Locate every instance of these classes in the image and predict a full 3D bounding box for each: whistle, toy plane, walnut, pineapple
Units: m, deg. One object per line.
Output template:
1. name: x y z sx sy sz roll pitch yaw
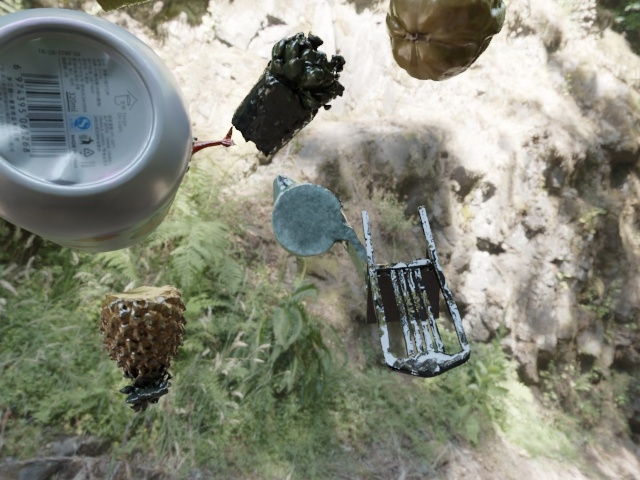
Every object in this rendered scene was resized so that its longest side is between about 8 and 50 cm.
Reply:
1. whistle: 0.027 -0.018 1.182 0.404 0.189 0.168 26 -6 -4
2. toy plane: -0.237 -0.162 0.785 0.077 0.126 0.194 47 23 25
3. walnut: 0.339 -0.602 1.163 0.305 0.344 0.306 26 -36 21
4. pineapple: -0.468 0.307 1.162 0.222 0.358 0.223 1 6 0

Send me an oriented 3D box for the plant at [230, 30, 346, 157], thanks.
1. plant: -0.036 -0.168 0.503 0.094 0.143 0.092 38 15 -13

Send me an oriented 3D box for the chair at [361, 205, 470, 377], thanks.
1. chair: 0.089 0.068 0.450 0.084 0.213 0.102 -6 -47 3

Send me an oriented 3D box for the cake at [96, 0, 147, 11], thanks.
1. cake: -0.498 -0.676 1.000 0.156 0.179 0.261 -21 -26 -5

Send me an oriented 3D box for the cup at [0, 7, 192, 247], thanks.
1. cup: -0.263 -0.097 0.487 0.212 0.213 0.317 18 -10 -21
